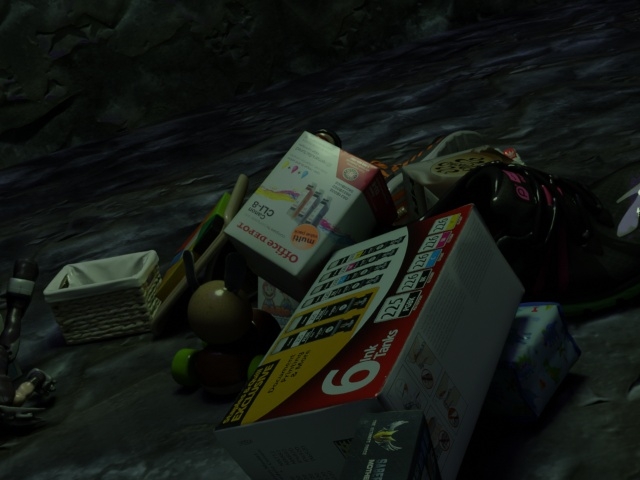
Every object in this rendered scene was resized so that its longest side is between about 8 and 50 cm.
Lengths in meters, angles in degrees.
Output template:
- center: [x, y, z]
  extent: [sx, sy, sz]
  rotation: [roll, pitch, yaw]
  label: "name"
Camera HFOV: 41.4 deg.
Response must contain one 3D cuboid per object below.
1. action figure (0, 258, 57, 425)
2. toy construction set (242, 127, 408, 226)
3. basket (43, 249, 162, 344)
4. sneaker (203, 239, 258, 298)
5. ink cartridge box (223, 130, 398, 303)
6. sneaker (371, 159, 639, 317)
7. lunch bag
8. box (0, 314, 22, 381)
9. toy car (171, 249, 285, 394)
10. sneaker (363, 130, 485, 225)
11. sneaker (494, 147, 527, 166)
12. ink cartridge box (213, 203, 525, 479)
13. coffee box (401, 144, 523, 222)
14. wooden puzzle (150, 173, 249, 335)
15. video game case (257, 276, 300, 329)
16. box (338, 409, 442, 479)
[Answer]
- center: [-0.457, 0.157, 1.182]
  extent: [0.185, 0.284, 0.099]
  rotation: [16, -34, -28]
  label: "action figure"
- center: [0.000, 0.000, 1.315]
  extent: [0.237, 0.257, 0.309]
  rotation: [-38, 23, 11]
  label: "toy construction set"
- center: [-0.345, 0.094, 1.384]
  extent: [0.167, 0.103, 0.113]
  rotation: [-9, 21, 8]
  label: "basket"
- center: [-0.133, 0.032, 1.465]
  extent: [0.123, 0.106, 0.290]
  rotation: [-37, 11, 38]
  label: "sneaker"
- center: [-0.010, -0.020, 1.089]
  extent: [0.128, 0.127, 0.176]
  rotation: [30, 75, 28]
  label: "ink cartridge box"
- center: [0.283, -0.010, 1.107]
  extent: [0.483, 0.202, 0.185]
  rotation: [-21, 38, -11]
  label: "sneaker"
- center: [0.201, 0.137, 0.982]
  extent: [0.151, 0.096, 0.129]
  rotation: [-12, 20, 48]
  label: "lunch bag"
- center: [-0.575, 0.169, 1.312]
  extent: [0.203, 0.114, 0.103]
  rotation: [6, 27, 39]
  label: "box"
- center: [-0.122, 0.096, 1.130]
  extent: [0.155, 0.188, 0.149]
  rotation: [0, 25, 29]
  label: "toy car"
- center: [0.166, -0.133, 1.620]
  extent: [0.321, 0.124, 0.180]
  rotation: [-28, 27, -34]
  label: "sneaker"
- center: [0.356, -0.127, 1.560]
  extent: [0.057, 0.075, 0.161]
  rotation: [-18, 22, -11]
  label: "sneaker"
- center: [0.037, 0.128, 0.893]
  extent: [0.272, 0.130, 0.309]
  rotation: [-21, 22, 37]
  label: "ink cartridge box"
- center: [0.257, -0.050, 1.367]
  extent: [0.168, 0.118, 0.297]
  rotation: [-14, 21, -6]
  label: "coffee box"
- center: [-0.199, 0.015, 1.372]
  extent: [0.238, 0.044, 0.221]
  rotation: [-54, 11, 19]
  label: "wooden puzzle"
- center: [-0.031, 0.071, 1.204]
  extent: [0.157, 0.143, 0.019]
  rotation: [6, 7, 42]
  label: "video game case"
- center: [0.053, 0.264, 0.614]
  extent: [0.059, 0.183, 0.232]
  rotation: [-7, 21, 20]
  label: "box"
